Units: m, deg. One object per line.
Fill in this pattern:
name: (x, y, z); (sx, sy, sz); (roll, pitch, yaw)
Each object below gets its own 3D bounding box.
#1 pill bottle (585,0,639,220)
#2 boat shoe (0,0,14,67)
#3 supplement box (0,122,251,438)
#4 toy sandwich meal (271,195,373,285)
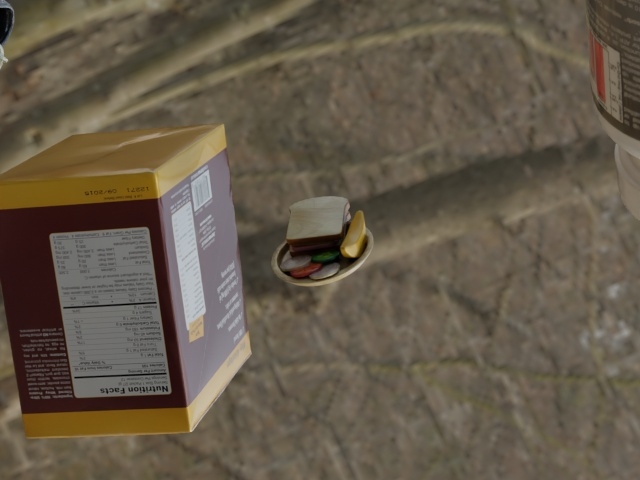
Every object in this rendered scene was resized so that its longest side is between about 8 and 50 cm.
pill bottle: (0.331, -0.188, 1.399); (0.210, 0.210, 0.363); (-119, -166, -48)
boat shoe: (-0.243, -0.145, 1.126); (0.206, 0.065, 0.075); (-117, -141, -73)
supplement box: (-0.145, 0.026, 1.249); (0.191, 0.129, 0.194); (-51, 136, -72)
toy sandwich meal: (0.000, 0.000, 1.200); (0.085, 0.085, 0.029); (-122, -168, -58)
